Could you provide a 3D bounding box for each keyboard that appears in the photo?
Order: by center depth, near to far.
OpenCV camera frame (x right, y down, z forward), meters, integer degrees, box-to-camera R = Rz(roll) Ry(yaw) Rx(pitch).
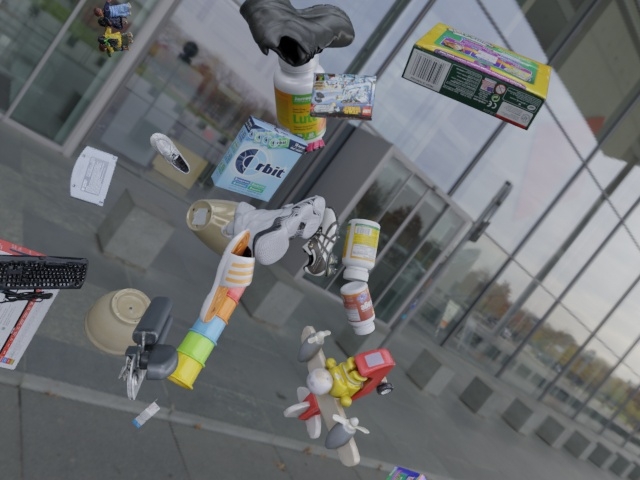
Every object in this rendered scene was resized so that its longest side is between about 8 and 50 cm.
[{"bbox_3d":[-0.558,0.081,1.004,0.038,0.100,0.192,25,12,37],"label":"keyboard"}]

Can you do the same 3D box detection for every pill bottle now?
[{"bbox_3d":[-0.054,-0.392,1.344,0.136,0.136,0.245,39,-30,29],"label":"pill bottle"},{"bbox_3d":[0.139,0.038,1.785,0.118,0.208,0.117,9,-10,2],"label":"pill bottle"},{"bbox_3d":[0.168,0.295,2.197,0.121,0.121,0.215,-126,-160,-74],"label":"pill bottle"}]

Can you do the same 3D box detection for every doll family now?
[{"bbox_3d":[-0.641,-0.652,1.551,0.112,0.192,0.076,-22,46,-36],"label":"doll family"}]

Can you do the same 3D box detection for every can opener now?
[{"bbox_3d":[-0.296,0.186,0.911,0.093,0.074,0.280,4,16,-11],"label":"can opener"}]

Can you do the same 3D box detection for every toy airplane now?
[{"bbox_3d":[0.024,0.499,1.697,0.387,0.384,0.272,11,-17,37],"label":"toy airplane"}]

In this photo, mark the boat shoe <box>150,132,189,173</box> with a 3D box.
[{"bbox_3d":[-0.520,-0.298,1.761,0.063,0.066,0.184,34,-20,38],"label":"boat shoe"}]

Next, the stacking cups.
[{"bbox_3d":[-0.304,0.230,1.344,0.096,0.316,0.096,20,-29,12],"label":"stacking cups"}]

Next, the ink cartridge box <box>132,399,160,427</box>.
[{"bbox_3d":[-0.512,0.513,1.499,0.028,0.083,0.048,47,16,2],"label":"ink cartridge box"}]

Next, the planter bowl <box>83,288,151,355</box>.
[{"bbox_3d":[-0.478,0.184,1.239,0.162,0.109,0.162,26,41,-25],"label":"planter bowl"}]

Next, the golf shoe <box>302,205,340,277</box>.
[{"bbox_3d":[0.000,0.000,1.370,0.094,0.197,0.077,6,-7,-12],"label":"golf shoe"}]

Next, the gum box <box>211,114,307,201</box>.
[{"bbox_3d":[-0.144,-0.188,1.199,0.157,0.184,0.041,15,34,-41],"label":"gum box"}]

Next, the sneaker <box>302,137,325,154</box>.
[{"bbox_3d":[-0.095,-0.340,1.657,0.299,0.121,0.111,4,-66,51],"label":"sneaker"}]

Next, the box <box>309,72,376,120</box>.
[{"bbox_3d":[0.049,-0.312,1.096,0.137,0.093,0.027,6,-5,7],"label":"box"}]

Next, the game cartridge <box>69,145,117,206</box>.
[{"bbox_3d":[-0.351,-0.099,0.775,0.056,0.083,0.017,21,-14,-34],"label":"game cartridge"}]

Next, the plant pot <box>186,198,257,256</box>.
[{"bbox_3d":[-0.408,-0.064,2.059,0.256,0.256,0.274,39,4,28],"label":"plant pot"}]

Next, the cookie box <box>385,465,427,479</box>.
[{"bbox_3d":[0.199,0.605,1.225,0.040,0.092,0.107,54,-30,-10],"label":"cookie box"}]

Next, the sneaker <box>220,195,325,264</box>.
[{"bbox_3d":[-0.149,-0.071,1.657,0.210,0.137,0.366,24,42,25],"label":"sneaker"}]

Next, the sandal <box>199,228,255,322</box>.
[{"bbox_3d":[-0.201,0.094,1.187,0.076,0.265,0.102,28,21,8],"label":"sandal"}]

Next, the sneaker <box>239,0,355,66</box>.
[{"bbox_3d":[-0.035,-0.423,1.060,0.287,0.109,0.130,-11,81,-39],"label":"sneaker"}]

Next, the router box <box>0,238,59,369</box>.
[{"bbox_3d":[-0.916,0.161,1.380,0.301,0.335,0.082,29,7,-34],"label":"router box"}]

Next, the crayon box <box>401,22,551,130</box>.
[{"bbox_3d":[0.447,-0.473,1.420,0.363,0.106,0.313,27,38,9],"label":"crayon box"}]
